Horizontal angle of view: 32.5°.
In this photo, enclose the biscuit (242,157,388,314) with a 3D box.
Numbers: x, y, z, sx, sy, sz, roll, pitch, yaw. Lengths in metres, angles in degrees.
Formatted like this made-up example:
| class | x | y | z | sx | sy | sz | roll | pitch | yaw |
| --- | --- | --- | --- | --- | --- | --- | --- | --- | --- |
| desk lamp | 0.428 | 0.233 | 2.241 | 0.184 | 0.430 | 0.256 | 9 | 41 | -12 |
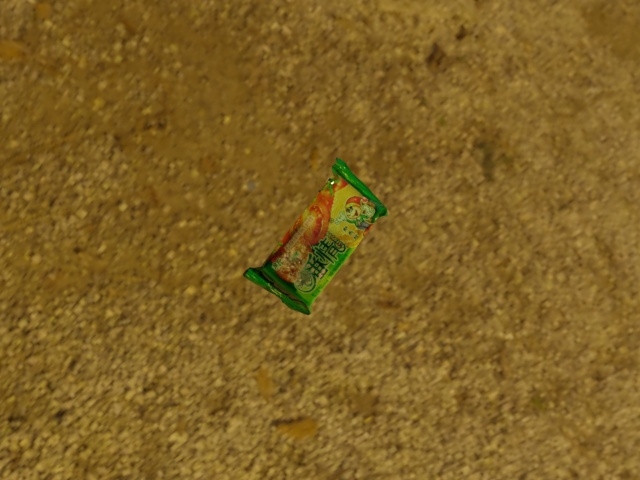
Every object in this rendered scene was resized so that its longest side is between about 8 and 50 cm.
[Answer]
| class | x | y | z | sx | sy | sz | roll | pitch | yaw |
| --- | --- | --- | --- | --- | --- | --- | --- | --- | --- |
| biscuit | 0.000 | 0.000 | 0.639 | 0.046 | 0.089 | 0.016 | 38 | 2 | -7 |
